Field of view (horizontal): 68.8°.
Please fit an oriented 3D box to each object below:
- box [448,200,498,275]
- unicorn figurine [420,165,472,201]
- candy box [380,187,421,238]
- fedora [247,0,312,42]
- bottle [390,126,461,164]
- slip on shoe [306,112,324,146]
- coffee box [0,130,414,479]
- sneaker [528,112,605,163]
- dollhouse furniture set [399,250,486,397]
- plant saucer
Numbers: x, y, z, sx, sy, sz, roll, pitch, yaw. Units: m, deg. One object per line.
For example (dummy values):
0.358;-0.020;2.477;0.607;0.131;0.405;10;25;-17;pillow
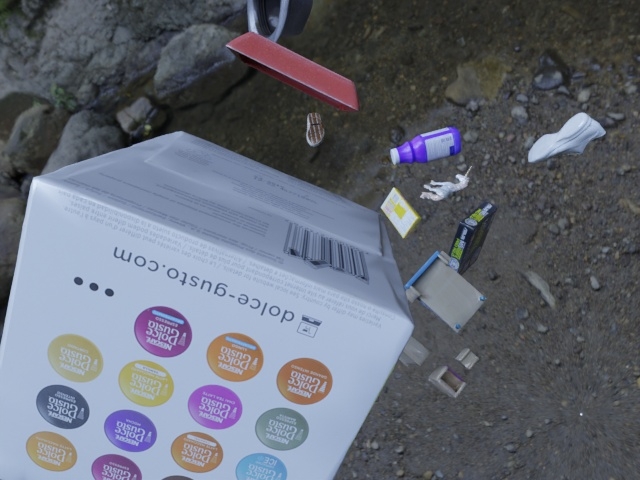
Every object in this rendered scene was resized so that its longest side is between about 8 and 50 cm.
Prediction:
0.566;0.009;1.785;0.060;0.216;0.270;32;133;28;box
0.382;-0.161;1.432;0.111;0.060;0.162;14;53;39;unicorn figurine
0.316;-0.110;1.855;0.105;0.027;0.206;-61;37;30;candy box
-0.103;-0.659;1.281;0.243;0.124;0.276;25;119;54;fedora
0.435;-0.381;1.939;0.282;0.118;0.092;-16;30;1;bottle
-0.017;-0.306;1.326;0.051;0.041;0.136;-5;51;-4;slip on shoe
-0.125;0.098;0.585;0.337;0.338;0.335;22;109;-6;coffee box
0.659;-0.253;1.261;0.212;0.094;0.080;-40;28;65;sneaker
0.345;0.232;1.343;0.286;0.198;0.303;41;79;10;dollhouse furniture set
-0.044;-0.332;0.928;0.258;0.258;0.048;24;103;-10;plant saucer
